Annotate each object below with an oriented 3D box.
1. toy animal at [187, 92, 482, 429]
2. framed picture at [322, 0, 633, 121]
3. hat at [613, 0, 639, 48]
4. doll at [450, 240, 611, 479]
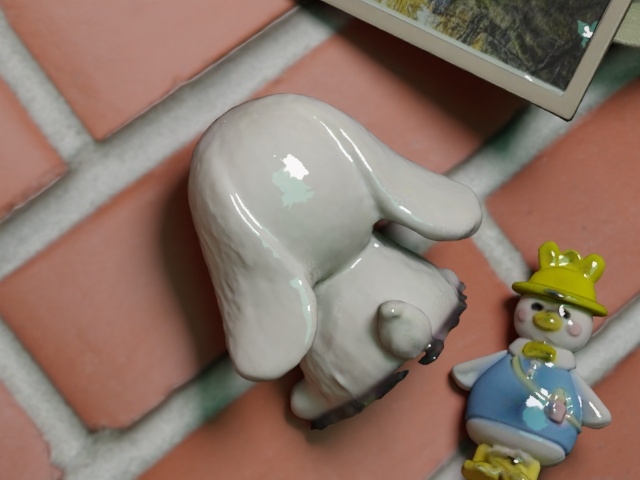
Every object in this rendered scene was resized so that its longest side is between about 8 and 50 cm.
[{"bbox_3d":[0.000,0.019,1.313,0.289,0.174,0.249,30,74,-12],"label":"toy animal"},{"bbox_3d":[0.140,-0.282,1.373,0.324,0.020,0.240,29,96,14],"label":"framed picture"},{"bbox_3d":[0.283,-0.298,1.466,0.257,0.130,0.257,2,83,-15],"label":"hat"},{"bbox_3d":[0.202,0.119,1.402,0.099,0.135,0.241,29,75,-40],"label":"doll"}]
